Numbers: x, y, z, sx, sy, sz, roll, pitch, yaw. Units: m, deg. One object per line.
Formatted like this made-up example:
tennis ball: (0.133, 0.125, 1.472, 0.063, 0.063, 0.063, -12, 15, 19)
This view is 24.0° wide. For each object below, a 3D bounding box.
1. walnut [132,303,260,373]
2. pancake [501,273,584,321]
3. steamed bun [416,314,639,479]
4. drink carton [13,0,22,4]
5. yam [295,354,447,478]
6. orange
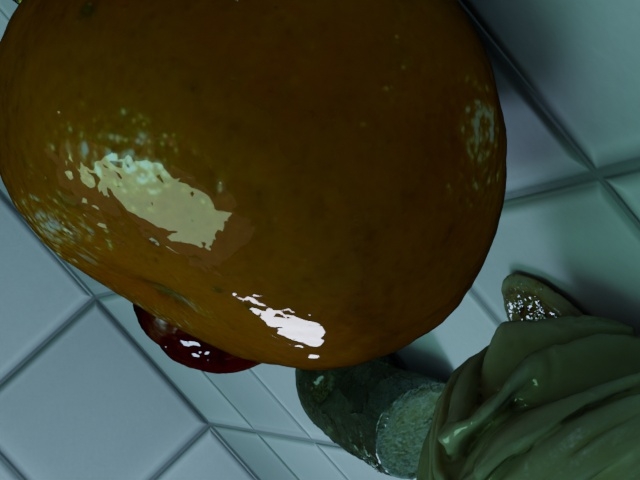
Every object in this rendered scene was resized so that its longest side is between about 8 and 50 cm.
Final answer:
walnut: (-0.131, 0.040, 1.970, 0.221, 0.244, 0.269, 8, 154, -4)
pancake: (0.227, 0.086, 1.452, 0.139, 0.022, 0.139, 42, 162, 17)
steamed bun: (0.217, 0.183, 1.302, 0.203, 0.276, 0.289, 67, 168, -24)
drink carton: (-0.407, -0.377, 1.893, 0.071, 0.056, 0.166, 33, 159, 31)
yam: (0.074, 0.213, 1.930, 0.254, 0.154, 0.154, 19, 148, 56)
orange: (-0.050, -0.091, 1.190, 0.423, 0.326, 0.424, 24, 165, 7)
